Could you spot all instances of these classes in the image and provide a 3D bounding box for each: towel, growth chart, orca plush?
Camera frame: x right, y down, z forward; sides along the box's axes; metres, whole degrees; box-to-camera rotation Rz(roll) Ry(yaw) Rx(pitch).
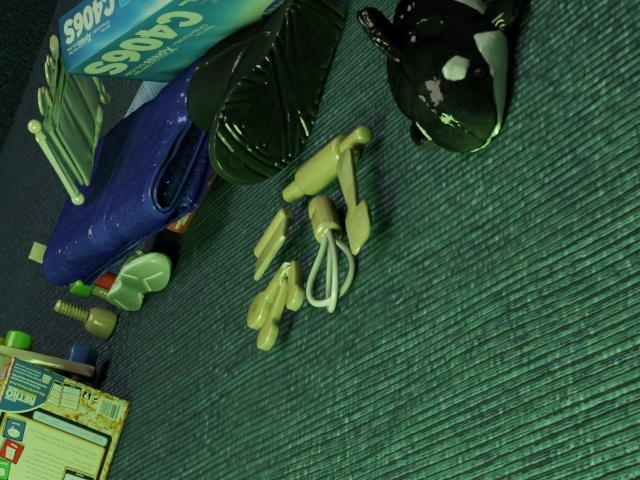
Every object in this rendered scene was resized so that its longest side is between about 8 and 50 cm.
[{"bbox_3d":[-0.215,-0.072,1.896,0.308,0.076,0.227,-28,37,51],"label":"towel"},{"bbox_3d":[-0.303,-0.164,1.921,0.237,0.021,0.172,-86,-18,-46],"label":"growth chart"},{"bbox_3d":[0.084,-0.182,1.271,0.151,0.102,0.287,-47,26,45],"label":"orca plush"}]

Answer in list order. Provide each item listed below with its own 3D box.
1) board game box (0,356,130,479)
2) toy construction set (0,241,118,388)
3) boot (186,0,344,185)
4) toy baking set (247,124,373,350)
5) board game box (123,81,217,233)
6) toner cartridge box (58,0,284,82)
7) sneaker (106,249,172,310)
[{"bbox_3d":[-0.311,0.246,1.758,0.045,0.147,0.193,-33,37,58],"label":"board game box"},{"bbox_3d":[-0.409,0.142,2.013,0.308,0.237,0.257,-64,18,4],"label":"toy construction set"},{"bbox_3d":[-0.082,-0.144,1.688,0.207,0.094,0.246,-23,39,59],"label":"boot"},{"bbox_3d":[0.000,-0.006,1.410,0.256,0.030,0.196,-40,34,53],"label":"toy baking set"},{"bbox_3d":[-0.181,-0.140,1.984,0.145,0.027,0.281,-60,31,21],"label":"board game box"},{"bbox_3d":[-0.145,-0.274,1.810,0.348,0.165,0.075,-23,73,50],"label":"toner cartridge box"},{"bbox_3d":[-0.217,0.035,1.912,0.152,0.054,0.061,-35,33,58],"label":"sneaker"}]
